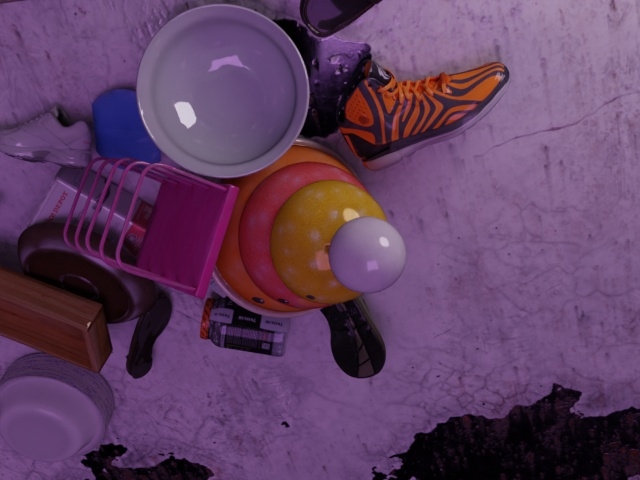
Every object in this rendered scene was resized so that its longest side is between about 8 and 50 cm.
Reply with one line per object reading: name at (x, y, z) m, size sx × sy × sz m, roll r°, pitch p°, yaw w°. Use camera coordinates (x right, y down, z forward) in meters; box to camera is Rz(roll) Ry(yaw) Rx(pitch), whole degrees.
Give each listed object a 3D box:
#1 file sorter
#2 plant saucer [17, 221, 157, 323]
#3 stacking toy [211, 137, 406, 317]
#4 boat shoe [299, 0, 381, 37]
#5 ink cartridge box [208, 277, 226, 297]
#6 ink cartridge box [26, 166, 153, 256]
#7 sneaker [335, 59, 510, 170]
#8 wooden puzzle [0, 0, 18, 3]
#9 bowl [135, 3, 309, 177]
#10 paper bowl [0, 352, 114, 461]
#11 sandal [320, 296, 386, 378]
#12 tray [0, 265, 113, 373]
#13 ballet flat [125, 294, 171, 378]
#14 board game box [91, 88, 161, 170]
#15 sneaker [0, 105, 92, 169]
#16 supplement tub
file sorter at (-0.318, -0.036, 1.428) m, size 0.182 × 0.290 × 0.202 m, roll 21°, pitch 84°, yaw -35°
plant saucer at (-0.496, 0.084, 1.658) m, size 0.310 × 0.050 × 0.311 m, roll 11°, pitch 140°, yaw 10°
stacking toy at (0.000, 0.000, 1.353) m, size 0.350 × 0.480 × 0.351 m, roll -2°, pitch 98°, yaw -18°
boat shoe at (0.091, -0.466, 1.286) m, size 0.132 × 0.130 × 0.355 m, roll 37°, pitch 119°, yaw -18°
ink cartridge box at (-0.216, 0.000, 1.623) m, size 0.176 × 0.127 × 0.128 m, roll 37°, pitch 118°, yaw -20°
ink cartridge box at (-0.468, -0.042, 1.638) m, size 0.217 × 0.092 × 0.158 m, roll 31°, pitch 121°, yaw -17°
sneaker at (0.166, -0.262, 1.419) m, size 0.321 × 0.125 × 0.180 m, roll -29°, pitch 118°, yaw 21°
wooden puzzle at (-0.412, -0.553, 1.219) m, size 0.322 × 0.080 × 0.348 m, roll -5°, pitch 95°, yaw 7°
bowl at (-0.169, -0.258, 1.414) m, size 0.297 × 0.134 × 0.298 m, roll 0°, pitch 94°, yaw -2°
paper bowl at (-0.660, 0.424, 1.931) m, size 0.284 × 0.148 × 0.284 m, roll 2°, pitch 122°, yaw 4°
sandal at (0.066, 0.167, 1.742) m, size 0.120 × 0.086 × 0.303 m, roll -15°, pitch 106°, yaw 21°
tray at (-0.655, 0.141, 1.701) m, size 0.410 × 0.076 × 0.203 m, roll 19°, pitch 145°, yaw 6°
ballet flat at (-0.403, 0.215, 1.823) m, size 0.084 × 0.058 × 0.250 m, roll -13°, pitch 137°, yaw -41°
board game box at (-0.373, -0.219, 1.550) m, size 0.133 × 0.033 × 0.169 m, roll 6°, pitch 119°, yaw 7°
sneaker at (-0.539, -0.208, 1.550) m, size 0.232 × 0.090 × 0.115 m, roll 10°, pitch 89°, yaw 14°
supplement tub at (-0.164, 0.186, 1.747) m, size 0.190 × 0.117 × 0.117 m, roll 10°, pitch 124°, yaw -2°
